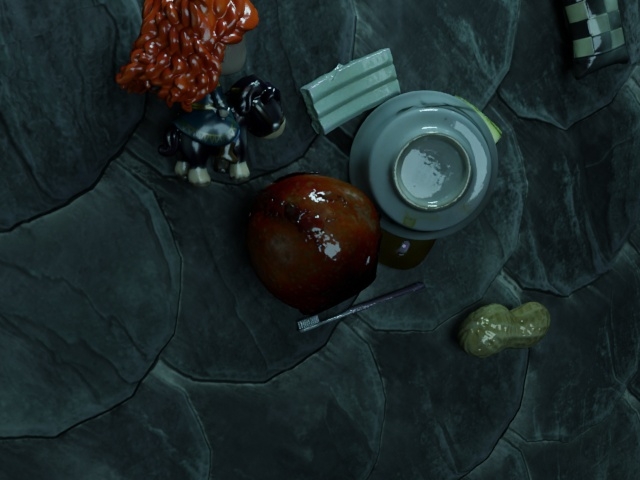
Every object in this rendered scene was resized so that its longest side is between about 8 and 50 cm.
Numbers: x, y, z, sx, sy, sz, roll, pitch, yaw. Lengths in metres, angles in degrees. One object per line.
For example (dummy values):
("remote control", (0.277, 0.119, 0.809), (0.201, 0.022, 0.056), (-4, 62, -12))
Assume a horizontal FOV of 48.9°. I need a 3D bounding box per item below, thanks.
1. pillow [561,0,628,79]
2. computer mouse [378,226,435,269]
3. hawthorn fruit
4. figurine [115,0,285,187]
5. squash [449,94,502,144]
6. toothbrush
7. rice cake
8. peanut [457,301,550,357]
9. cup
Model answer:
("pillow", (0.708, -0.559, 1.822), (0.186, 0.106, 0.249), (-20, 104, -21))
("computer mouse", (0.229, -0.077, 1.714), (0.158, 0.072, 0.310), (21, 92, -26))
("hawthorn fruit", (-0.013, 0.008, 1.498), (0.316, 0.316, 0.315), (-5, 103, -25))
("figurine", (-0.217, -0.303, 1.383), (0.306, 0.241, 0.411), (-31, 123, -8))
("squash", (0.330, -0.262, 1.722), (0.184, 0.085, 0.192), (45, 47, 1))
("toothbrush", (0.104, 0.157, 1.728), (0.354, 0.024, 0.029), (-17, 99, -21))
("rice cake", (0.073, -0.342, 1.597), (0.237, 0.043, 0.127), (-28, 112, -19))
("peanut", (0.495, 0.230, 1.878), (0.299, 0.120, 0.136), (-5, 108, -27))
("cup", (0.238, -0.159, 1.560), (0.348, 0.163, 0.347), (0, 99, 1))
